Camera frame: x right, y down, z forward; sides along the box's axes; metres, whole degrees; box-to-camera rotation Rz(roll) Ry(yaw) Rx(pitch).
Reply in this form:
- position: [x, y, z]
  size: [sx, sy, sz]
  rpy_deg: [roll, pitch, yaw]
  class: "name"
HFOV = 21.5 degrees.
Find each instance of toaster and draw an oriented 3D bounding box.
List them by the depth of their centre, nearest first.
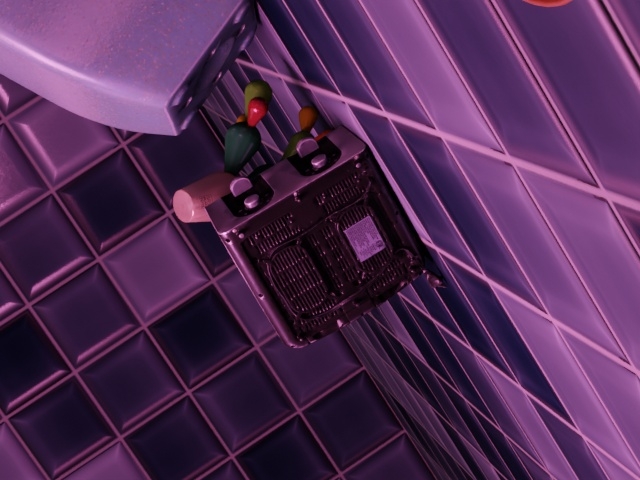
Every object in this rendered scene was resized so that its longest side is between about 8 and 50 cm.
- position: [0.000, 0.000, 1.658]
  size: [0.186, 0.168, 0.110]
  rpy_deg: [60, 177, -29]
  class: "toaster"

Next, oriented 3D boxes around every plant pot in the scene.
- position: [-0.205, -0.242, 1.696]
  size: [0.252, 0.247, 0.248]
  rpy_deg: [36, 173, 6]
  class: "plant pot"

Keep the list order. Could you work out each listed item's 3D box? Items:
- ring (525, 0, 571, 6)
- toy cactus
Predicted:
- position: [0.010, -0.240, 0.723]
  size: [0.337, 0.032, 0.336]
  rpy_deg: [55, 175, 8]
  class: "ring"
- position: [-0.065, -0.049, 1.730]
  size: [0.112, 0.180, 0.219]
  rpy_deg: [14, 113, 45]
  class: "toy cactus"
